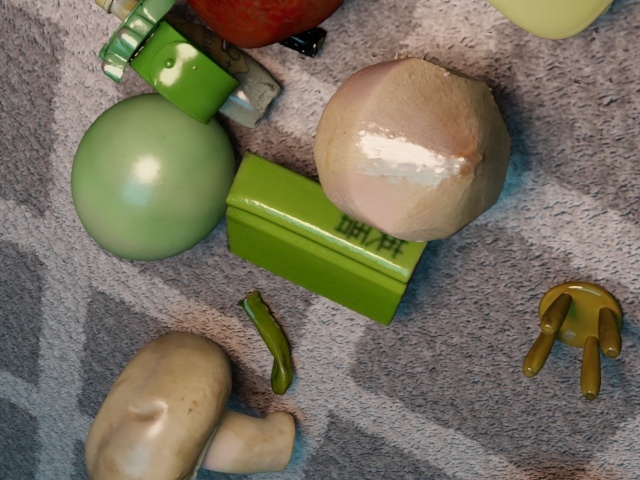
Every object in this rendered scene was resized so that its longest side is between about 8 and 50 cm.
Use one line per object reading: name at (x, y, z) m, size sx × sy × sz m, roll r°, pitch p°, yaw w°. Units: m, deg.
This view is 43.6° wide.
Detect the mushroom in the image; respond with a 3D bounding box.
mushroom at (-0.245, 0.293, 1.376) m, size 0.315 × 0.356 × 0.315 m, roll 27°, pitch 127°, yaw 42°

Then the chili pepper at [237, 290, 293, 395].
chili pepper at (-0.083, 0.174, 1.343) m, size 0.052 × 0.050 × 0.202 m, roll 30°, pitch 142°, yaw 61°

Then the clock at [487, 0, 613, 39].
clock at (0.201, -0.369, 0.785) m, size 0.308 × 0.096 × 0.235 m, roll 37°, pitch 132°, yaw -2°

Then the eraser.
eraser at (0.000, 0.000, 1.106) m, size 0.274 × 0.092 × 0.210 m, roll 27°, pitch 158°, yaw 7°

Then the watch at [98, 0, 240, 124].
watch at (-0.172, -0.221, 0.964) m, size 0.152 × 0.165 × 0.131 m, roll 36°, pitch 96°, yaw -20°

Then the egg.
egg at (-0.236, -0.085, 1.123) m, size 0.220 × 0.220 × 0.269 m, roll 44°, pitch 140°, yaw -7°

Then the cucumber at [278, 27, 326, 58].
cucumber at (-0.072, -0.281, 1.023) m, size 0.163 × 0.039 × 0.043 m, roll 24°, pitch 109°, yaw 8°

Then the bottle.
bottle at (-0.178, -0.251, 1.057) m, size 0.269 × 0.083 × 0.083 m, roll 34°, pitch 131°, yaw -5°

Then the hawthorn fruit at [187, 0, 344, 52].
hawthorn fruit at (-0.075, -0.306, 0.903) m, size 0.208 × 0.208 × 0.248 m, roll 41°, pitch 139°, yaw -5°

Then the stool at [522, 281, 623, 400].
stool at (0.336, 0.128, 1.058) m, size 0.134 × 0.110 × 0.135 m, roll -23°, pitch 111°, yaw 36°

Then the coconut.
coconut at (0.113, -0.104, 0.920) m, size 0.224 × 0.224 × 0.234 m, roll 54°, pitch 161°, yaw -15°
